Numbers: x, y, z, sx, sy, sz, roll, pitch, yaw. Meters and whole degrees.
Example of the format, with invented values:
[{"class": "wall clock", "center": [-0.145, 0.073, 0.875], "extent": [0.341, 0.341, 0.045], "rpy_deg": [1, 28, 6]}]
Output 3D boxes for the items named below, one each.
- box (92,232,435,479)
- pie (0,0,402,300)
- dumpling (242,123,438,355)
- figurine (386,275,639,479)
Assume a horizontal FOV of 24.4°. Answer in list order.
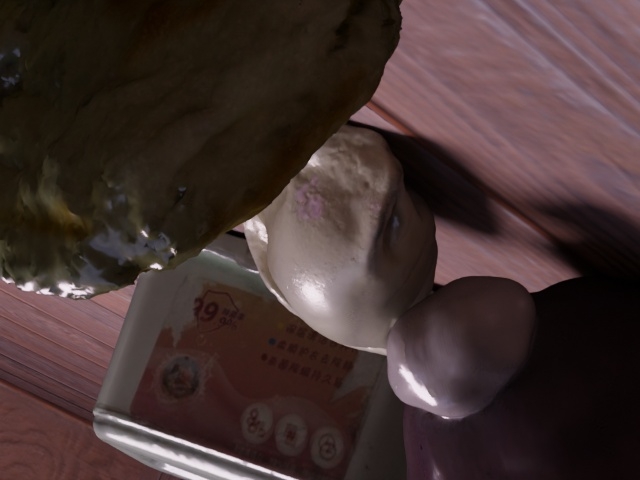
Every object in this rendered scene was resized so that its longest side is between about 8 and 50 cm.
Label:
[{"class": "box", "center": [-0.023, 0.118, 1.162], "extent": [0.312, 0.182, 0.175], "rpy_deg": [14, 164, 27]}, {"class": "pie", "center": [-0.066, -0.076, 0.539], "extent": [0.248, 0.201, 0.090], "rpy_deg": [22, 147, 57]}, {"class": "dumpling", "center": [0.000, 0.002, 0.874], "extent": [0.134, 0.100, 0.169], "rpy_deg": [19, 165, 23]}, {"class": "figurine", "center": [0.174, 0.119, 0.959], "extent": [0.218, 0.206, 0.365], "rpy_deg": [0, -178, 12]}]
